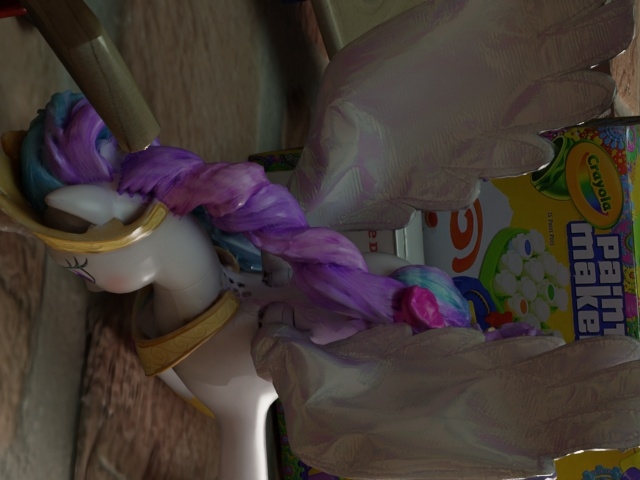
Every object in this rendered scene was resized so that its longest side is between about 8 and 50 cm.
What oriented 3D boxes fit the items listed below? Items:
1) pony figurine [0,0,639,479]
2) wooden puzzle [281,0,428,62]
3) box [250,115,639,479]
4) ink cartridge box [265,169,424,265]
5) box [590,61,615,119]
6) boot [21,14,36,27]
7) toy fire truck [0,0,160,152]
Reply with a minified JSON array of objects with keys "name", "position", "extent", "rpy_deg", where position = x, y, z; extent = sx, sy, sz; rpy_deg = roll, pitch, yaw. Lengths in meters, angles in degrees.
[{"name":"pony figurine","position":[0.015,0.044,0.727],"extent":[0.363,0.351,0.303],"rpy_deg":[64,23,-47]},{"name":"wooden puzzle","position":[0.015,-0.318,1.050],"extent":[0.348,0.080,0.322],"rpy_deg":[66,32,-28]},{"name":"box","position":[0.121,0.063,0.994],"extent":[0.177,0.279,0.290],"rpy_deg":[-17,103,-63]},{"name":"ink cartridge box","position":[0.000,0.000,0.912],"extent":[0.056,0.135,0.099],"rpy_deg":[-10,97,-65]},{"name":"box","position":[0.197,-0.246,1.341],"extent":[0.191,0.143,0.381],"rpy_deg":[-30,116,-61]},{"name":"boot","position":[-0.056,-0.242,0.750],"extent":[0.263,0.091,0.229],"rpy_deg":[-56,177,30]},{"name":"toy fire truck","position":[-0.171,-0.115,0.446],"extent":[0.217,0.246,0.159],"rpy_deg":[46,47,-54]}]
